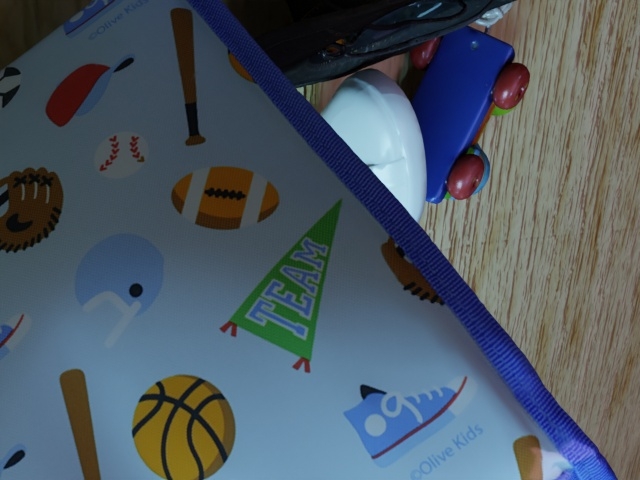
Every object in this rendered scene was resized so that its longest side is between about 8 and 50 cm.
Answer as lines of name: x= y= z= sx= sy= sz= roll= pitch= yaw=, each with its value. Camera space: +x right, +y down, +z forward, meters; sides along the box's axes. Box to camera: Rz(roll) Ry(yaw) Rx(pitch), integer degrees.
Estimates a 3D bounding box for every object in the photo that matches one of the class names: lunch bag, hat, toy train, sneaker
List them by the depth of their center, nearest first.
lunch bag: x=-0.078 y=0.089 z=0.735 sx=0.328 sy=0.385 sz=0.239 roll=-39 pitch=146 yaw=-2
hat: x=0.063 y=-0.211 z=0.936 sx=0.331 sy=0.331 sz=0.134 roll=-17 pitch=88 yaw=-48
sneaker: x=0.000 y=0.000 z=1.091 sx=0.123 sy=0.106 sz=0.290 roll=-25 pitch=142 yaw=-40
toy train: x=0.149 y=-0.151 z=1.208 sx=0.248 sy=0.105 sz=0.143 roll=-64 pitch=159 yaw=7
